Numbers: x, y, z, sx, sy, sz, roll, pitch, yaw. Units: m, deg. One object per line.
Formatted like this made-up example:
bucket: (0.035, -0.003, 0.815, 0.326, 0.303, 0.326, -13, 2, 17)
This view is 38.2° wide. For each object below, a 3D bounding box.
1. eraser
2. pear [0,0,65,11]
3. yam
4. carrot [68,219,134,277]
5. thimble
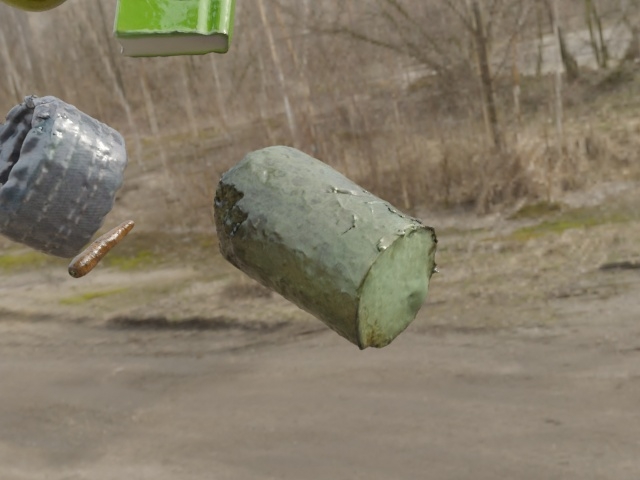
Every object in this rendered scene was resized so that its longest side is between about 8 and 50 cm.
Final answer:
eraser: (-0.255, -0.464, 1.671, 0.210, 0.274, 0.092, -1, -22, 0)
pear: (-0.457, -0.457, 1.459, 0.198, 0.198, 0.198, -11, 12, 2)
yam: (0.000, 0.000, 1.281, 0.300, 0.195, 0.195, 31, 33, 26)
carrot: (-0.381, 0.010, 1.615, 0.036, 0.035, 0.165, -1, 35, 39)
thimble: (-0.429, -0.100, 1.455, 0.172, 0.236, 0.205, 27, 0, -33)
